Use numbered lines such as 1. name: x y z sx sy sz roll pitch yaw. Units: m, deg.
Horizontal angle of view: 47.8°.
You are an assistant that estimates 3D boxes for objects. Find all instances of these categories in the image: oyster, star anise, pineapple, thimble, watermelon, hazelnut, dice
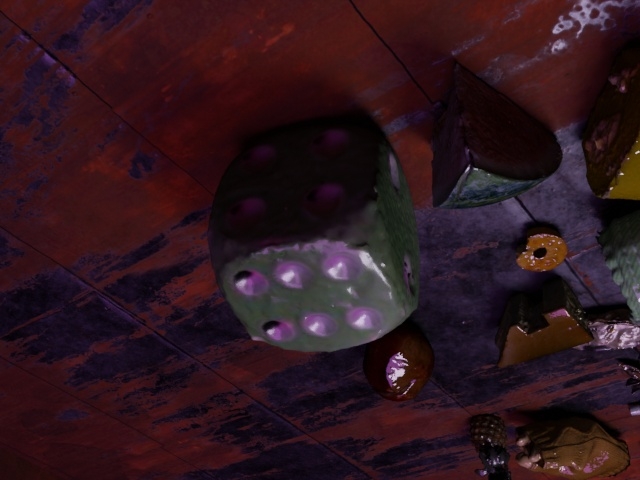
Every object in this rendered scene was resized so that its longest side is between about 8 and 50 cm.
1. oyster: 0.678 0.208 1.638 0.345 0.078 0.128 -3 137 23
2. star anise: 0.782 0.322 1.761 0.129 0.056 0.124 17 112 -4
3. pineapple: 0.475 0.596 1.971 0.119 0.237 0.111 5 132 -4
4. thimble: 0.630 0.047 1.364 0.150 0.219 0.219 -23 129 27
5. watermelon: 0.282 -0.161 1.222 0.232 0.310 0.193 40 142 22
6. hazelnut: 0.183 0.283 1.744 0.178 0.178 0.204 -10 129 19
7. dice: 0.000 0.000 1.332 0.322 0.330 0.318 -10 136 17

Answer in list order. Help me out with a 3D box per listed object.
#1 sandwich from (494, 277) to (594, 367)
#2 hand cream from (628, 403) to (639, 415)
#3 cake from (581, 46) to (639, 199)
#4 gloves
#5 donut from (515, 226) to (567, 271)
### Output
1. sandwich: 0.468 0.191 1.603 0.236 0.122 0.128 -30 114 32
2. hand cream: 0.911 0.422 1.866 0.216 0.038 0.052 -16 160 20
3. cake: 0.524 -0.174 1.169 0.156 0.179 0.260 7 137 3
4. gloves: 0.671 0.562 1.962 0.357 0.155 0.203 11 147 -26
5. donut: 0.455 0.016 1.487 0.097 0.043 0.108 17 136 -9
